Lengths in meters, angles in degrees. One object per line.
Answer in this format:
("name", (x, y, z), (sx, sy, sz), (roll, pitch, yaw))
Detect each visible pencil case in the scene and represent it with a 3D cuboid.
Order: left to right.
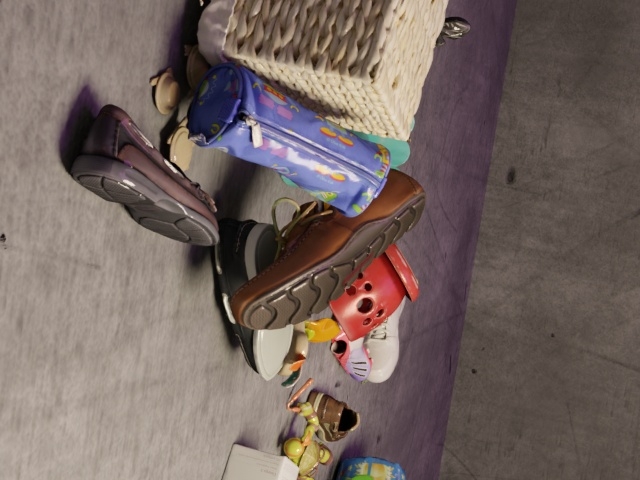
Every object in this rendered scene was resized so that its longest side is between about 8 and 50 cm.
("pencil case", (-0.038, -0.135, 1.360), (0.306, 0.133, 0.119), (24, 97, -35))

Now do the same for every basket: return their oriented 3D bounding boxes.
("basket", (0.026, -0.346, 1.433), (0.328, 0.266, 0.332), (37, 70, -74))

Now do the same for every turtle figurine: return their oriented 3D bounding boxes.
("turtle figurine", (-0.029, 0.434, 2.016), (0.217, 0.087, 0.270), (61, 42, -62))

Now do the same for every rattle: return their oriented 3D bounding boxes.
("rattle", (-0.015, 0.204, 1.756), (0.130, 0.142, 0.199), (-61, -157, 1))

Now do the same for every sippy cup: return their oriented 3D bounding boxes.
("sippy cup", (0.117, 0.656, 2.390), (0.305, 0.240, 0.224), (-40, -144, 54))

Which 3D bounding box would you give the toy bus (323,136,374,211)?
("toy bus", (0.071, -0.083, 2.005), (0.130, 0.108, 0.333), (-60, 153, -49))

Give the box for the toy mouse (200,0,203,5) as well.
("toy mouse", (-0.178, -0.392, 1.224), (0.143, 0.031, 0.161), (4, 95, -72))

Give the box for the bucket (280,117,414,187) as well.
("bucket", (0.046, -0.202, 1.748), (0.281, 0.183, 0.281), (10, 90, -72))

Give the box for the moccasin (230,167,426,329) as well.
("moccasin", (0.000, -0.002, 1.505), (0.380, 0.147, 0.139), (-42, 156, -26))

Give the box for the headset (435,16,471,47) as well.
("headset", (0.147, -0.453, 1.759), (0.394, 0.185, 0.244), (-100, -158, -60))

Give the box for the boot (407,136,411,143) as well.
("boot", (0.172, -0.306, 2.171), (0.220, 0.109, 0.284), (23, 80, -70))

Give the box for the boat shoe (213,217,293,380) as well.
("boat shoe", (-0.110, 0.093, 1.587), (0.114, 0.091, 0.303), (-43, 139, -49))

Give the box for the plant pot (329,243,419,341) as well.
("plant pot", (0.082, 0.074, 1.904), (0.174, 0.191, 0.191), (-32, 152, -2))

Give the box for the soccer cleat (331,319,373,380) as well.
("soccer cleat", (0.063, 0.252, 2.235), (0.095, 0.083, 0.248), (-35, 146, -23))

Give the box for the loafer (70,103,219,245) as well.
("loafer", (-0.199, -0.073, 1.229), (0.302, 0.109, 0.095), (42, 56, -65))

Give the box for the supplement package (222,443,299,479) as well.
("supplement package", (-0.121, 0.469, 1.740), (0.105, 0.105, 0.179), (62, 42, -62))

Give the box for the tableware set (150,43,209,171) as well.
("tableware set", (-0.184, -0.181, 1.340), (0.141, 0.020, 0.169), (-56, 149, -54))

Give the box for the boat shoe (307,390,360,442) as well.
("boat shoe", (0.041, 0.407, 2.194), (0.257, 0.095, 0.095), (51, 52, -66))

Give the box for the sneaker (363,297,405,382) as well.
("sneaker", (0.139, 0.183, 2.370), (0.169, 0.108, 0.293), (75, 21, -49))

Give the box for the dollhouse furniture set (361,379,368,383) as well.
("dollhouse furniture set", (0.150, 0.297, 2.512), (0.076, 0.058, 0.152), (-32, 130, -65))
